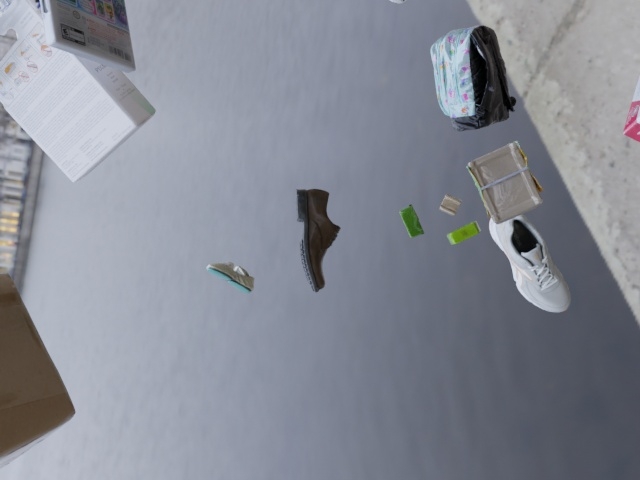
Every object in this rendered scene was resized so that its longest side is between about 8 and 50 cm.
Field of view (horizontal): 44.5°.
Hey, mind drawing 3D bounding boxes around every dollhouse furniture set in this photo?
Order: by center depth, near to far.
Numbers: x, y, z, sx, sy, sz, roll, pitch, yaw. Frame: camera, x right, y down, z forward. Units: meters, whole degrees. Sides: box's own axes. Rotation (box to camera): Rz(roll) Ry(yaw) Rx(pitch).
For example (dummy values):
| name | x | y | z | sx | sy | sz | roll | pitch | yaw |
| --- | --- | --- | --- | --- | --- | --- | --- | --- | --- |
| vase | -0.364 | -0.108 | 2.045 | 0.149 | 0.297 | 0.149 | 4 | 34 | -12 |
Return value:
| name | x | y | z | sx | sy | sz | roll | pitch | yaw |
| --- | --- | --- | --- | --- | --- | --- | --- | --- | --- |
| dollhouse furniture set | 0.164 | -0.044 | 0.868 | 0.076 | 0.151 | 0.058 | 65 | -172 | 1 |

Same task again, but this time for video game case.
| name | x | y | z | sx | sy | sz | roll | pitch | yaw |
| --- | --- | --- | --- | --- | --- | --- | --- | --- | --- |
| video game case | -0.290 | -0.292 | 0.966 | 0.157 | 0.019 | 0.143 | 1 | -103 | -68 |

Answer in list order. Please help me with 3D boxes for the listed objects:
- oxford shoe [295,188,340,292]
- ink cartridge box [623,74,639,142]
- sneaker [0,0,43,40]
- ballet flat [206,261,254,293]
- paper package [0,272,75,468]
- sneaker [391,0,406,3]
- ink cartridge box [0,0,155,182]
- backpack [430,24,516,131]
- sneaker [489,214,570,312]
| name | x | y | z | sx | sy | sz | roll | pitch | yaw |
| --- | --- | --- | --- | --- | --- | --- | --- | --- | --- |
| oxford shoe | 0.000 | 0.000 | 1.698 | 0.083 | 0.096 | 0.227 | -141 | 48 | -82 |
| ink cartridge box | 0.463 | -0.200 | 0.996 | 0.109 | 0.063 | 0.150 | -64 | 2 | -24 |
| sneaker | -0.430 | -0.365 | 1.165 | 0.296 | 0.112 | 0.131 | 34 | 150 | 25 |
| ballet flat | -0.229 | 0.083 | 1.996 | 0.057 | 0.168 | 0.052 | 2 | 66 | 36 |
| paper package | -0.420 | 0.184 | 0.639 | 0.309 | 0.325 | 0.168 | -35 | 84 | 19 |
| sneaker | 0.176 | -0.470 | 1.255 | 0.235 | 0.153 | 0.094 | 78 | -154 | -55 |
| ink cartridge box | -0.365 | -0.212 | 1.095 | 0.181 | 0.225 | 0.056 | -30 | 16 | 38 |
| backpack | 0.276 | -0.299 | 1.436 | 0.115 | 0.152 | 0.182 | -5 | 103 | 35 |
| sneaker | 0.457 | 0.050 | 1.684 | 0.099 | 0.262 | 0.121 | -35 | 5 | 1 |
